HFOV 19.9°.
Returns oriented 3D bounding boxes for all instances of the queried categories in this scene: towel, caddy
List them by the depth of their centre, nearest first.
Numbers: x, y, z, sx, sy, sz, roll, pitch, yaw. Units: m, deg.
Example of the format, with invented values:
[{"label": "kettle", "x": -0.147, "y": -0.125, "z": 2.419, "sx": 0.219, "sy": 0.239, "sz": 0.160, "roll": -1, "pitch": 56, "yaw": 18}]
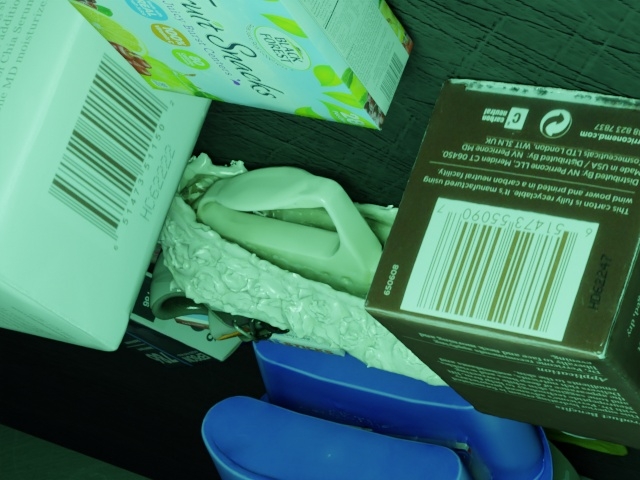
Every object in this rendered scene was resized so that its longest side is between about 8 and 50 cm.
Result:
[{"label": "caddy", "x": 0.053, "y": 0.204, "z": 1.759, "sx": 0.341, "sy": 0.241, "sz": 0.179, "roll": 12, "pitch": 147, "yaw": 29}, {"label": "towel", "x": 0.252, "y": 0.179, "z": 1.876, "sx": 0.102, "sy": 0.021, "sz": 0.237, "roll": 14, "pitch": 164, "yaw": 23}]

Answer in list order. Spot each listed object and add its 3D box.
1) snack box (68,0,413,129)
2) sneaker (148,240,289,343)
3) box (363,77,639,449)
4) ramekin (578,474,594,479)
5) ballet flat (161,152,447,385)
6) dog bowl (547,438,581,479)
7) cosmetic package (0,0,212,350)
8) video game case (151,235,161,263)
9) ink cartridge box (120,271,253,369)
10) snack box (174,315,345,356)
[{"label": "snack box", "x": -0.063, "y": -0.149, "z": 1.065, "sx": 0.174, "sy": 0.070, "sz": 0.207, "roll": 12, "pitch": 164, "yaw": 27}, {"label": "sneaker", "x": -0.034, "y": 0.051, "z": 1.640, "sx": 0.271, "sy": 0.108, "sz": 0.100, "roll": 10, "pitch": 160, "yaw": 28}, {"label": "box", "x": 0.161, "y": 0.020, "z": 1.177, "sx": 0.168, "sy": 0.167, "sz": 0.203, "roll": 10, "pitch": 162, "yaw": 31}, {"label": "ramekin", "x": 0.279, "y": 0.368, "z": 2.269, "sx": 0.277, "sy": 0.135, "sz": 0.277, "roll": 18, "pitch": 164, "yaw": 5}, {"label": "ballet flat", "x": 0.038, "y": 0.018, "z": 1.413, "sx": 0.409, "sy": 0.147, "sz": 0.147, "roll": 12, "pitch": 162, "yaw": 28}, {"label": "dog bowl", "x": 0.137, "y": 0.263, "z": 2.029, "sx": 0.349, "sy": 0.102, "sz": 0.349, "roll": 26, "pitch": 156, "yaw": 13}, {"label": "cosmetic package", "x": -0.317, "y": -0.084, "z": 1.309, "sx": 0.453, "sy": 0.230, "sz": 0.161, "roll": 10, "pitch": 163, "yaw": 34}, {"label": "video game case", "x": -0.170, "y": 0.007, "z": 1.835, "sx": 0.122, "sy": 0.011, "sz": 0.087, "roll": 16, "pitch": 164, "yaw": 17}, {"label": "ink cartridge box", "x": -0.211, "y": 0.074, "z": 2.022, "sx": 0.333, "sy": 0.065, "sz": 0.165, "roll": 25, "pitch": 163, "yaw": -20}, {"label": "snack box", "x": -0.053, "y": 0.064, "z": 1.759, "sx": 0.178, "sy": 0.064, "sz": 0.022, "roll": 10, "pitch": 162, "yaw": 20}]
